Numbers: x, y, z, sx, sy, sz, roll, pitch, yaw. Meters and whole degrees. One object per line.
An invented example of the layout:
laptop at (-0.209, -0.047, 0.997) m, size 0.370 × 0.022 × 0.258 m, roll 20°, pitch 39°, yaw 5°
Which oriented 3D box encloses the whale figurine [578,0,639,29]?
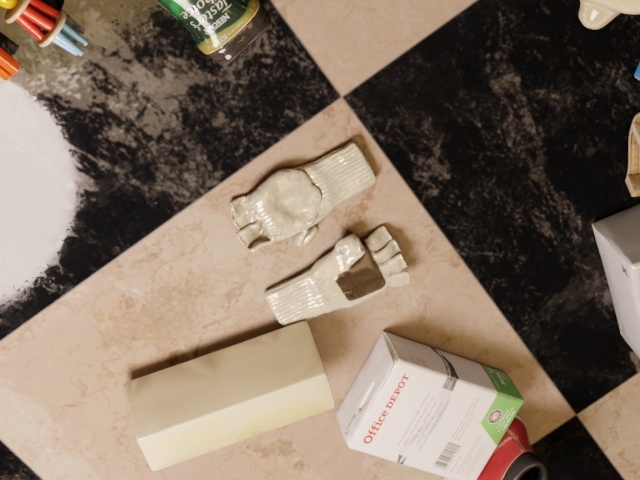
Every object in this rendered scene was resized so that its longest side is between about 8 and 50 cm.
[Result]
whale figurine at (0.329, -0.369, 1.785) m, size 0.272 × 0.141 × 0.216 m, roll -2°, pitch 116°, yaw 22°

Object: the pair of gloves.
pair of gloves at (0.000, 0.000, 1.979) m, size 0.204 × 0.042 × 0.240 m, roll -22°, pitch 119°, yaw -1°

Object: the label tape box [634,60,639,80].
label tape box at (0.623, -0.176, 1.911) m, size 0.348 × 0.249 × 0.115 m, roll 20°, pitch 104°, yaw -21°

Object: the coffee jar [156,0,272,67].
coffee jar at (-0.147, -0.299, 1.765) m, size 0.096 × 0.079 × 0.184 m, roll -41°, pitch 119°, yaw 10°

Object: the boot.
boot at (0.254, 0.393, 2.168) m, size 0.088 × 0.176 × 0.244 m, roll 13°, pitch 115°, yaw -21°

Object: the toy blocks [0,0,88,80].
toy blocks at (-0.367, -0.244, 1.755) m, size 0.148 × 0.054 × 0.123 m, roll 35°, pitch 104°, yaw -27°

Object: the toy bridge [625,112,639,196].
toy bridge at (0.441, -0.138, 1.981) m, size 0.026 × 0.063 × 0.188 m, roll -11°, pitch 147°, yaw -8°

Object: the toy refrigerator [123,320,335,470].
toy refrigerator at (-0.124, 0.216, 2.017) m, size 0.270 × 0.102 × 0.094 m, roll -19°, pitch 139°, yaw -4°

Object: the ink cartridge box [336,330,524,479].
ink cartridge box at (0.155, 0.243, 2.112) m, size 0.219 × 0.092 × 0.160 m, roll 21°, pitch 110°, yaw -22°

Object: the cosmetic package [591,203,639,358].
cosmetic package at (0.604, 0.020, 2.071) m, size 0.385 × 0.156 × 0.217 m, roll -19°, pitch 120°, yaw -2°
